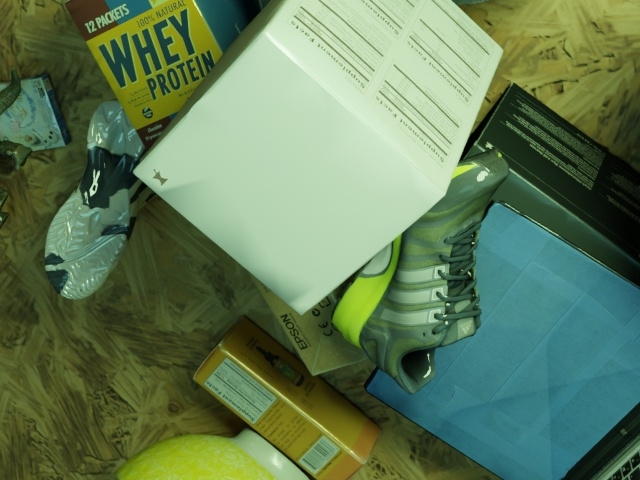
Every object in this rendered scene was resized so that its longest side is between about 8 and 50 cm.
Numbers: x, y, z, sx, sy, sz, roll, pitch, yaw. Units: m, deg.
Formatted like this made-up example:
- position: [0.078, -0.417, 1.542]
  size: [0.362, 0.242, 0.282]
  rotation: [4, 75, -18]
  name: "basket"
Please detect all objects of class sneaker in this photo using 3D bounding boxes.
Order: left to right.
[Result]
- position: [-0.239, -0.044, 1.576]
  size: [0.094, 0.153, 0.235]
  rotation: [11, 90, 11]
  name: "sneaker"
- position: [0.117, 0.031, 1.297]
  size: [0.121, 0.111, 0.300]
  rotation: [50, 142, 23]
  name: "sneaker"

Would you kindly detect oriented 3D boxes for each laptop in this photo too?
- position: [0.239, 0.240, 1.345]
  size: [0.236, 0.408, 0.382]
  rotation: [5, 144, -18]
  name: "laptop"

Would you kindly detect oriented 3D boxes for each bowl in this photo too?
- position: [-0.102, 0.330, 1.697]
  size: [0.289, 0.289, 0.156]
  rotation: [41, 79, -3]
  name: "bowl"

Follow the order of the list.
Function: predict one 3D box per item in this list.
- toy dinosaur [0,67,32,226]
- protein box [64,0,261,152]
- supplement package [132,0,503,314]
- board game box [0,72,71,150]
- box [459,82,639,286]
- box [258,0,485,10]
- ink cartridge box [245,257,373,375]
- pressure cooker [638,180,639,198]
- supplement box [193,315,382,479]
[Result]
- position: [-0.453, -0.083, 1.646]
  size: [0.160, 0.121, 0.313]
  rotation: [26, 130, -4]
  name: "toy dinosaur"
- position: [-0.129, -0.218, 1.434]
  size: [0.136, 0.201, 0.199]
  rotation: [-21, 106, 27]
  name: "protein box"
- position: [0.006, -0.117, 1.202]
  size: [0.198, 0.262, 0.199]
  rotation: [41, 127, -10]
  name: "supplement package"
- position: [-0.360, -0.154, 1.652]
  size: [0.090, 0.020, 0.090]
  rotation: [-7, 112, 23]
  name: "board game box"
- position: [0.259, -0.025, 1.401]
  size: [0.261, 0.184, 0.103]
  rotation: [37, 120, 0]
  name: "box"
- position: [0.072, -0.380, 1.296]
  size: [0.294, 0.183, 0.296]
  rotation: [-5, 114, 21]
  name: "box"
- position: [0.000, 0.000, 1.498]
  size: [0.088, 0.193, 0.234]
  rotation: [-23, 105, 32]
  name: "ink cartridge box"
- position: [0.467, -0.089, 1.161]
  size: [0.370, 0.420, 0.375]
  rotation: [3, 116, 17]
  name: "pressure cooker"
- position: [-0.041, 0.204, 1.679]
  size: [0.233, 0.078, 0.080]
  rotation: [41, 124, -2]
  name: "supplement box"
